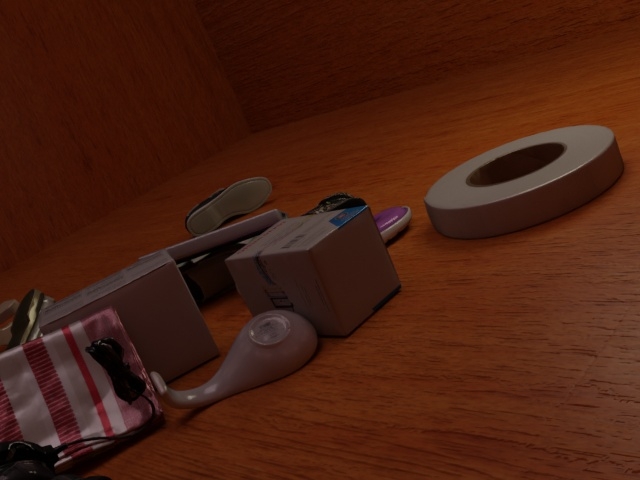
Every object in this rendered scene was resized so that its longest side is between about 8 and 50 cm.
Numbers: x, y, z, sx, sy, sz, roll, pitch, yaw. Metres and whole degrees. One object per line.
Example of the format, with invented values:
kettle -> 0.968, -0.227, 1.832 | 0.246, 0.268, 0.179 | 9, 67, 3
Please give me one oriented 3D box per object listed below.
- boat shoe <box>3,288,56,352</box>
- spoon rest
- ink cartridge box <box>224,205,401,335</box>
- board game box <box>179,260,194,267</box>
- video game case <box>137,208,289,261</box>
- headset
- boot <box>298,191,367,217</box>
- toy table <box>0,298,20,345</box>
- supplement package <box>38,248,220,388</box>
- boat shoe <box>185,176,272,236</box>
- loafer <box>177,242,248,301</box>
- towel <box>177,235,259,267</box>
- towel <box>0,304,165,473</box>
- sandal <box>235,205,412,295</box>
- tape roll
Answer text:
boat shoe -> -0.630, 0.250, 1.733 | 0.113, 0.103, 0.302 | -29, 40, 37
spoon rest -> -0.134, 0.197, 1.295 | 0.276, 0.084, 0.137 | -23, 42, -18
ink cartridge box -> -0.015, 0.058, 1.419 | 0.233, 0.168, 0.171 | -6, 23, 48
board game box -> -0.353, 0.095, 2.005 | 0.090, 0.020, 0.090 | -42, 24, 1
video game case -> -0.239, -0.002, 1.872 | 0.329, 0.036, 0.300 | -20, 0, 2
headset -> -0.340, 0.306, 0.938 | 0.243, 0.185, 0.394 | 15, 50, 27
boot -> -0.004, -0.045, 1.924 | 0.236, 0.085, 0.178 | -24, 11, 0
toy table -> -0.894, 0.232, 2.069 | 0.274, 0.252, 0.161 | 0, 43, 33
supplement package -> -0.356, 0.171, 1.482 | 0.262, 0.204, 0.145 | -27, 15, -12
boat shoe -> -0.300, -0.119, 2.534 | 0.302, 0.114, 0.091 | -27, 21, -12
loafer -> -0.259, 0.091, 1.815 | 0.268, 0.102, 0.092 | -22, 24, 2
towel -> -0.265, 0.037, 2.108 | 0.248, 0.038, 0.325 | -34, 18, -29
towel -> -0.446, 0.262, 1.283 | 0.329, 0.237, 0.037 | -24, -29, -19
sandal -> 0.004, 0.003, 1.699 | 0.416, 0.102, 0.169 | -26, 16, -7
tape roll -> 0.401, -0.122, 1.591 | 0.392, 0.072, 0.392 | -22, 16, 7
